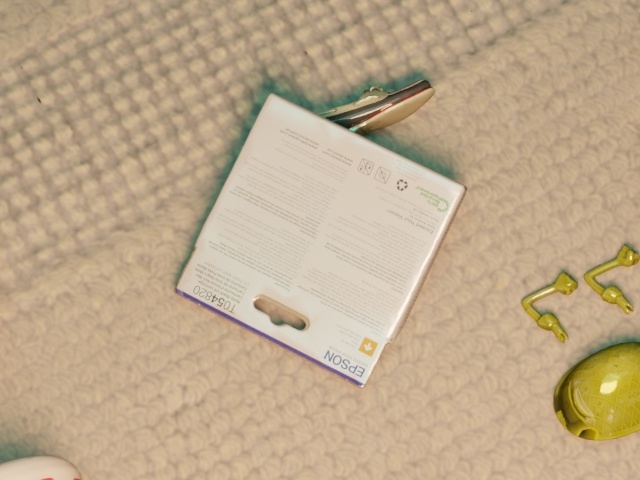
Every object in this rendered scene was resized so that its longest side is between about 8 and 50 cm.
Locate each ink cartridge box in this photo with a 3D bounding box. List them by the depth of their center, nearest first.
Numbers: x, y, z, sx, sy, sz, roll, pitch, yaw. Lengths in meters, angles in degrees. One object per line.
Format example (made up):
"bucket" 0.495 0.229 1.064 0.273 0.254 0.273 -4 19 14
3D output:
"ink cartridge box" 0.000 0.000 1.962 0.223 0.045 0.224 27 91 11

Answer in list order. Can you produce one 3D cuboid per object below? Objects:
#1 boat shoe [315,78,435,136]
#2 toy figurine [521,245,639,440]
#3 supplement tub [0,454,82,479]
"boat shoe" 0.049 -0.133 2.012 0.137 0.049 0.043 -27 72 0
"toy figurine" 0.376 0.036 1.852 0.362 0.217 0.191 -20 72 -4
"supplement tub" -0.258 0.350 1.798 0.191 0.191 0.272 -26 72 -5
